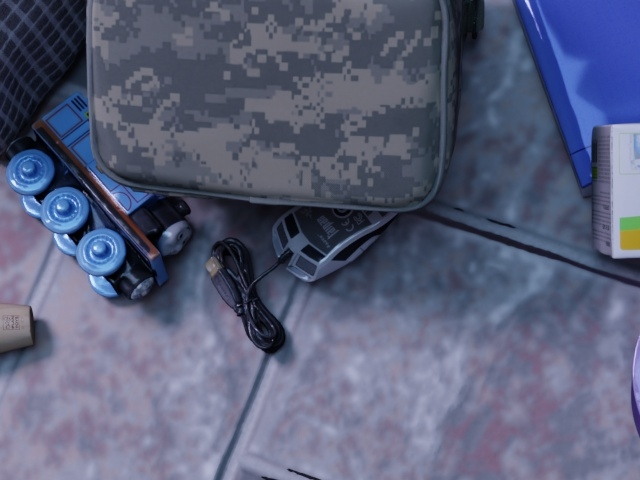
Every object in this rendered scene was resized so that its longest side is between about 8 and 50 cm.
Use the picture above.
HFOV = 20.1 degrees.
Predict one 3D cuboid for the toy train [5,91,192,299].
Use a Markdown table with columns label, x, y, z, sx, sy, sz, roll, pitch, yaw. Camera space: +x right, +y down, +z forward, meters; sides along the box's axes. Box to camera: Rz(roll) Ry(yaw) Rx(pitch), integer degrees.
| label | x | y | z | sx | sy | sz | roll | pitch | yaw |
| --- | --- | --- | --- | --- | --- | --- | --- | --- | --- |
| toy train | -0.187 | -0.035 | 1.536 | 0.105 | 0.080 | 0.184 | -40 | 71 | -11 |

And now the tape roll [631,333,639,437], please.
| label | x | y | z | sx | sy | sz | roll | pitch | yaw |
| --- | --- | --- | --- | --- | --- | --- | --- | --- | --- |
| tape roll | 0.337 | 0.113 | 1.406 | 0.189 | 0.080 | 0.189 | -2 | 72 | 8 |

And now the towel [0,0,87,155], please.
| label | x | y | z | sx | sy | sz | roll | pitch | yaw |
| --- | --- | --- | --- | --- | --- | --- | --- | --- | --- |
| towel | -0.272 | -0.212 | 1.494 | 0.121 | 0.284 | 0.235 | 34 | 82 | 16 |

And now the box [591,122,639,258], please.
| label | x | y | z | sx | sy | sz | roll | pitch | yaw |
| --- | --- | --- | --- | --- | --- | --- | --- | --- | --- |
| box | 0.321 | -0.042 | 1.413 | 0.203 | 0.114 | 0.103 | -1 | 93 | 1 |

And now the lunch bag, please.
| label | x | y | z | sx | sy | sz | roll | pitch | yaw |
| --- | --- | --- | --- | --- | --- | --- | --- | --- | --- |
| lunch bag | -0.028 | -0.163 | 1.469 | 0.305 | 0.256 | 0.213 | 3 | 110 | 9 |

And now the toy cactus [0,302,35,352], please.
| label | x | y | z | sx | sy | sz | roll | pitch | yaw |
| --- | --- | --- | --- | --- | --- | --- | --- | --- | --- |
| toy cactus | -0.334 | 0.072 | 1.523 | 0.180 | 0.112 | 0.219 | -5 | 64 | -3 |

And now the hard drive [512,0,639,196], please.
| label | x | y | z | sx | sy | sz | roll | pitch | yaw |
| --- | --- | --- | --- | --- | --- | --- | --- | --- | --- |
| hard drive | 0.272 | -0.217 | 1.537 | 0.210 | 0.040 | 0.319 | -18 | 71 | 3 |

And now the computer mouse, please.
| label | x | y | z | sx | sy | sz | roll | pitch | yaw |
| --- | --- | --- | --- | --- | --- | --- | --- | --- | --- |
| computer mouse | 0.000 | 0.000 | 1.516 | 0.193 | 0.042 | 0.106 | -37 | 67 | 3 |
